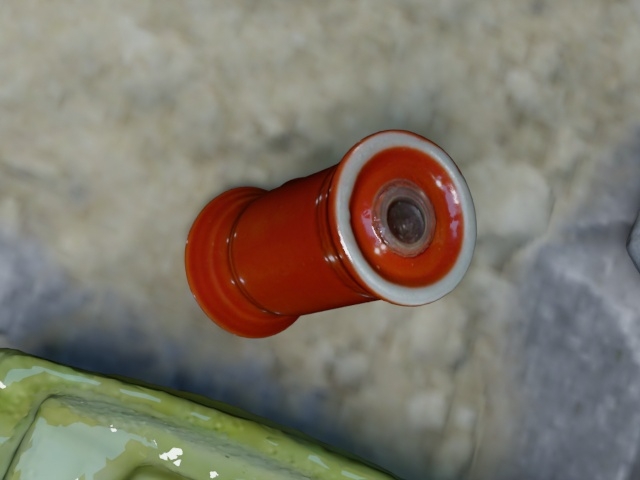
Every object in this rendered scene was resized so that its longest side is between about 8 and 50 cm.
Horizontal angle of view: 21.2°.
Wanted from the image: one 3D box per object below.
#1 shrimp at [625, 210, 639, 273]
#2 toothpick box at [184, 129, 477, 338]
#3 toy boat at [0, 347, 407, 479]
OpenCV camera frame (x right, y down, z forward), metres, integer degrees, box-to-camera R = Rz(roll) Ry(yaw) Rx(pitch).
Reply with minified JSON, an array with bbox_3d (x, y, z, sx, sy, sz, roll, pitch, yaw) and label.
[{"bbox_3d":[0.168,-0.026,0.562,0.165,0.056,0.065,-41,92,-26],"label":"shrimp"},{"bbox_3d":[0.000,0.000,0.469,0.047,0.083,0.047,7,77,-33],"label":"toothpick box"},{"bbox_3d":[0.017,0.124,0.460,0.276,0.084,0.111,26,73,-12],"label":"toy boat"}]
